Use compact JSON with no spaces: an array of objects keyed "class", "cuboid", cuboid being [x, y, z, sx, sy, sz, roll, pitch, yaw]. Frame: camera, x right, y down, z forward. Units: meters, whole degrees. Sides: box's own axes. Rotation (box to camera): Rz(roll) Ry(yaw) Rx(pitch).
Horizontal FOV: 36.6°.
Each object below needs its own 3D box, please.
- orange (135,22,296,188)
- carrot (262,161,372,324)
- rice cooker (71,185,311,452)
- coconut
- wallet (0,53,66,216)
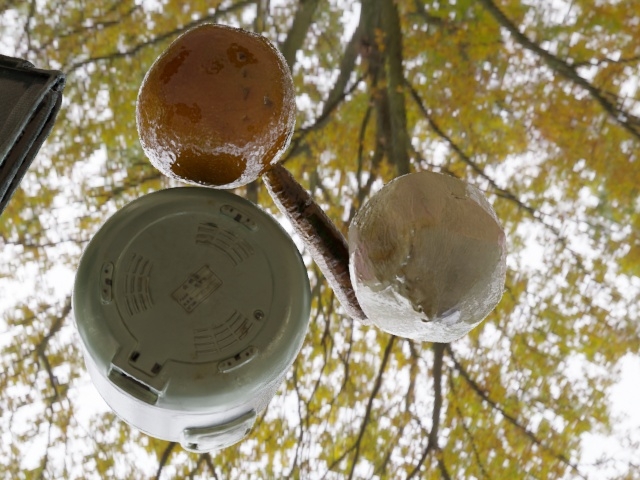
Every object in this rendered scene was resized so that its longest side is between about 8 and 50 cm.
[{"class":"orange","cuboid":[-0.123,-0.162,1.178,0.206,0.206,0.206,3,-130,-3]},{"class":"carrot","cuboid":[0.000,0.000,1.454,0.066,0.314,0.066,-30,-157,14]},{"class":"rice cooker","cuboid":[-0.154,0.099,1.172,0.288,0.277,0.288,3,-113,-8]},{"class":"coconut","cuboid":[0.150,0.027,1.340,0.227,0.227,0.230,-2,-146,-7]},{"class":"wallet","cuboid":[-0.390,-0.066,0.767,0.342,0.075,0.237,11,-117,16]}]
